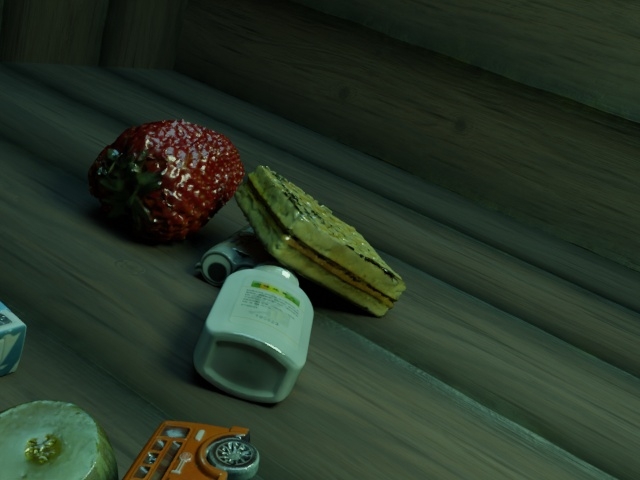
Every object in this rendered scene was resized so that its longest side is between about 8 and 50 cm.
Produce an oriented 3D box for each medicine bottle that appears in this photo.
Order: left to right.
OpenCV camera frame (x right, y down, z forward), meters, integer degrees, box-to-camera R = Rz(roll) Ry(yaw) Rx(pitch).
[{"bbox_3d":[-0.108,0.146,1.200,0.179,0.124,0.324,21,22,-5],"label":"medicine bottle"}]

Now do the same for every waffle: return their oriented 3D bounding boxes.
[{"bbox_3d":[0.000,0.000,1.460,0.376,0.114,0.261,32,15,-40],"label":"waffle"}]

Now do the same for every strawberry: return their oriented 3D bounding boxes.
[{"bbox_3d":[-0.341,-0.163,1.549,0.312,0.267,0.351,25,39,30],"label":"strawberry"}]

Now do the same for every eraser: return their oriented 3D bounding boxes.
[{"bbox_3d":[-0.144,0.031,1.510,0.171,0.087,0.290,20,20,10],"label":"eraser"}]

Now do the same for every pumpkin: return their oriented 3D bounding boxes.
[{"bbox_3d":[-0.336,0.251,0.782,0.217,0.110,0.217,20,24,-9],"label":"pumpkin"}]

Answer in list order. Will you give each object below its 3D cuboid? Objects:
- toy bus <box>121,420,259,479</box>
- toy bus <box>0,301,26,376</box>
[{"bbox_3d":[-0.165,0.328,0.679,0.153,0.143,0.329,10,21,6],"label":"toy bus"},{"bbox_3d":[-0.544,0.148,0.860,0.131,0.106,0.297,31,23,21],"label":"toy bus"}]
